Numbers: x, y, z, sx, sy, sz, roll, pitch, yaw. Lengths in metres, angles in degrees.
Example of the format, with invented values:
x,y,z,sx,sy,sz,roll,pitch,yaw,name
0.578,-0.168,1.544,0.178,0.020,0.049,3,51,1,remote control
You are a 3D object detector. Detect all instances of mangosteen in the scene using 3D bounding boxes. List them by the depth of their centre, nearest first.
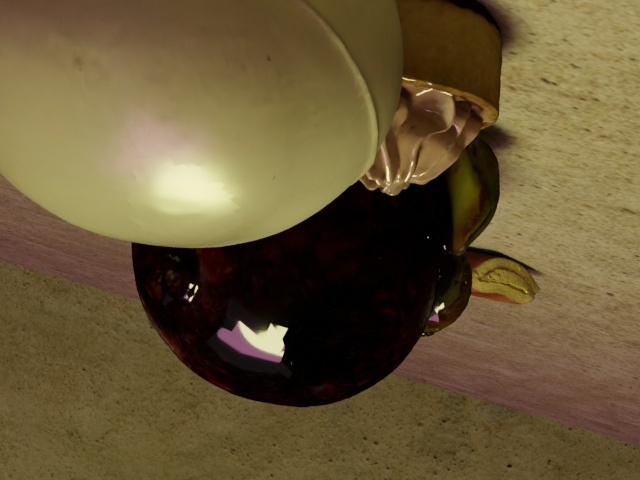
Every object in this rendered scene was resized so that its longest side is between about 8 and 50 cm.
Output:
x,y,z,sx,sy,sz,roll,pitch,yaw,name
-0.004,0.009,1.414,0.422,0.380,0.381,5,170,-11,mangosteen

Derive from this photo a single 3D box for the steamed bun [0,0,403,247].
x,y,z,sx,sy,sz,roll,pitch,yaw,name
-0.119,-0.151,0.960,0.374,0.333,0.334,5,163,33,steamed bun

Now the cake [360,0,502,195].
x,y,z,sx,sy,sz,roll,pitch,yaw,name
0.060,-0.132,1.137,0.208,0.178,0.185,21,167,-9,cake

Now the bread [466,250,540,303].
x,y,z,sx,sy,sz,roll,pitch,yaw,name
0.243,0.052,1.942,0.192,0.067,0.119,12,174,24,bread
